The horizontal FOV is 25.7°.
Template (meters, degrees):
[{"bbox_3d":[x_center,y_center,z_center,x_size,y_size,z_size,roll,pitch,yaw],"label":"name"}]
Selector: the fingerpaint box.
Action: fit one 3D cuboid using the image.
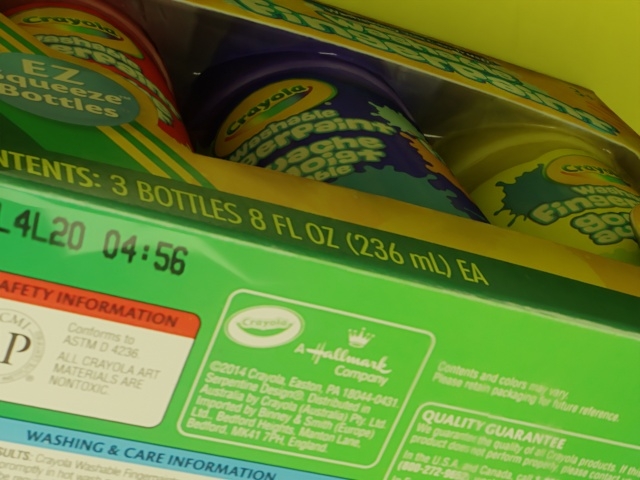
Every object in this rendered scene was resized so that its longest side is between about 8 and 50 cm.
[{"bbox_3d":[0.000,0.000,0.689,0.444,0.371,0.163,14,113,-22],"label":"fingerpaint box"}]
